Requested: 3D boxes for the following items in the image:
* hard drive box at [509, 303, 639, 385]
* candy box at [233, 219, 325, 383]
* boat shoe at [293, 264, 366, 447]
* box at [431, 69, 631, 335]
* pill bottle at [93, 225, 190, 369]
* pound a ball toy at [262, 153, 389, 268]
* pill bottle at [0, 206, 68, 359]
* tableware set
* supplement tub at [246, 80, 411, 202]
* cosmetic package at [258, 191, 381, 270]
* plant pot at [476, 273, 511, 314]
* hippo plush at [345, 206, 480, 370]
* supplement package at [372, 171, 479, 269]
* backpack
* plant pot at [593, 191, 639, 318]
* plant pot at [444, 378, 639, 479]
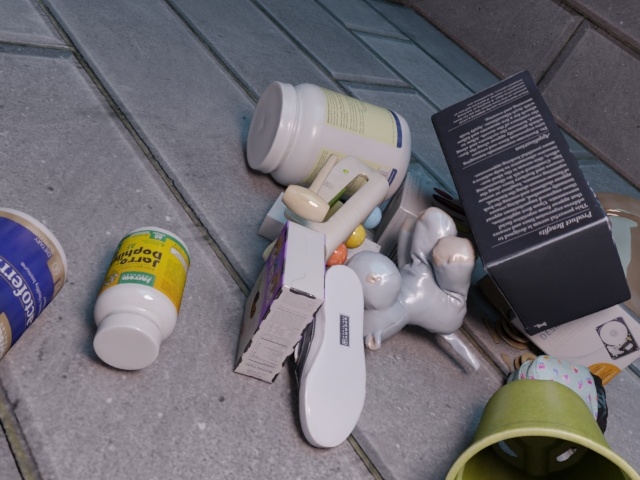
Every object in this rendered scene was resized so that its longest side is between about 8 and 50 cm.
[{"bbox_3d":[0.551,0.178,1.361,0.232,0.181,0.089,41,21,2],"label":"hard drive box"},{"bbox_3d":[-0.063,0.096,1.007,0.070,0.196,0.165,21,34,-14],"label":"candy box"},{"bbox_3d":[0.002,0.186,1.032,0.108,0.102,0.301,21,54,-27],"label":"boat shoe"},{"bbox_3d":[0.401,-0.072,1.246,0.293,0.212,0.395,46,27,-47],"label":"box"},{"bbox_3d":[-0.263,0.083,0.940,0.118,0.117,0.208,20,34,-15],"label":"pill bottle"},{"bbox_3d":[0.030,-0.050,1.172,0.136,0.208,0.319,36,40,7],"label":"pound a ball toy"},{"bbox_3d":[-0.435,0.084,0.769,0.153,0.153,0.264,27,33,-6],"label":"pill bottle"},{"bbox_3d":[0.441,0.231,1.373,0.128,0.039,0.194,14,36,-24],"label":"tableware set"},{"bbox_3d":[0.018,-0.222,1.471,0.325,0.235,0.235,12,36,-26],"label":"supplement tub"},{"bbox_3d":[0.000,0.000,1.314,0.239,0.060,0.099,29,38,-1],"label":"cosmetic package"},{"bbox_3d":[0.451,0.113,1.489,0.109,0.109,0.096,6,52,-34],"label":"plant pot"},{"bbox_3d":[0.140,0.092,1.205,0.237,0.294,0.234,-13,27,-14],"label":"hippo plush"},{"bbox_3d":[0.242,-0.018,1.451,0.203,0.149,0.194,27,32,-4],"label":"supplement package"},{"bbox_3d":[0.447,0.290,1.219,0.182,0.115,0.152,18,46,-9],"label":"backpack"},{"bbox_3d":[0.662,0.096,1.535,0.323,0.323,0.280,28,50,-5],"label":"plant pot"},{"bbox_3d":[0.331,0.341,0.963,0.276,0.276,0.254,34,22,5],"label":"plant pot"}]
